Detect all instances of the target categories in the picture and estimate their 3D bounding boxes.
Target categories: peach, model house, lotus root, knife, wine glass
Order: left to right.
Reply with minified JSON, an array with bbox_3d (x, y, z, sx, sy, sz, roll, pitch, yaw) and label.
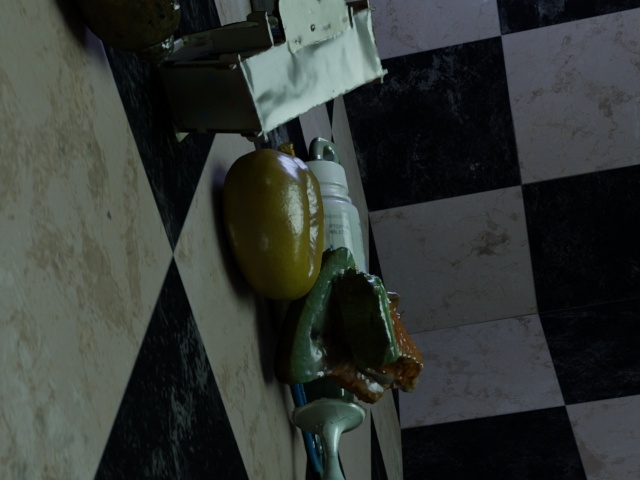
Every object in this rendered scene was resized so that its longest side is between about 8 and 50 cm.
[{"bbox_3d":[-0.206,-0.267,0.985,0.209,0.120,0.120,72,11,-49],"label":"lotus root"},{"bbox_3d":[-0.097,-0.252,1.331,0.326,0.244,0.169,-34,116,-45],"label":"model house"},{"bbox_3d":[-0.071,-0.025,1.516,0.251,0.153,0.251,-15,90,-78],"label":"peach"},{"bbox_3d":[-0.025,0.350,1.804,0.044,0.026,0.297,-59,140,-60],"label":"knife"},{"bbox_3d":[0.019,0.436,1.626,0.143,0.143,0.321,69,16,-53],"label":"wine glass"}]

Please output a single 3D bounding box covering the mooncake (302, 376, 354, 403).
[{"bbox_3d":[0.016,0.292,1.890,0.168,0.104,0.175,-95,173,-53],"label":"mooncake"}]

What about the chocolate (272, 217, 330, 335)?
[{"bbox_3d":[-0.036,0.057,1.719,0.134,0.134,0.309,-13,94,-82],"label":"chocolate"}]

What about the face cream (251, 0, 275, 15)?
[{"bbox_3d":[-0.068,-0.528,2.135,0.177,0.152,0.177,-8,90,-81],"label":"face cream"}]

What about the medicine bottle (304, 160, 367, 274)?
[{"bbox_3d":[0.000,0.000,1.903,0.170,0.170,0.293,60,21,-68],"label":"medicine bottle"}]

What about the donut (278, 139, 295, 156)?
[{"bbox_3d":[-0.073,-0.177,2.080,0.067,0.037,0.083,-35,110,-79],"label":"donut"}]

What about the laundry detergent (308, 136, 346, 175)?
[{"bbox_3d":[0.014,-0.178,2.498,0.253,0.091,0.181,-87,159,-57],"label":"laundry detergent"}]

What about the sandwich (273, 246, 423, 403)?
[{"bbox_3d":[0.077,0.181,1.631,0.301,0.162,0.250,36,75,-34],"label":"sandwich"}]
